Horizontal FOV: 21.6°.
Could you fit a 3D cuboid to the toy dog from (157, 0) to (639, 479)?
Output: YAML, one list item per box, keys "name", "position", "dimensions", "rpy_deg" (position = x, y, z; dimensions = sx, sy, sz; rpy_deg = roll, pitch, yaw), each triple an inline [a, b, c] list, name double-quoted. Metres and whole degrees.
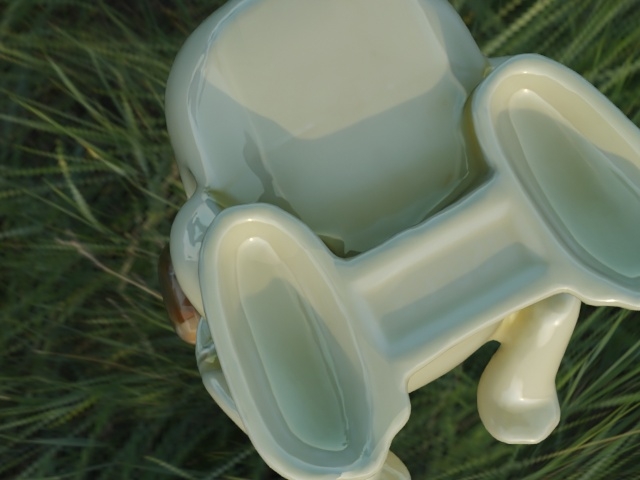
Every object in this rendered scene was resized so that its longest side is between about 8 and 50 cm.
- name: "toy dog"
  position: [0.000, 0.000, 1.127]
  dimensions: [0.284, 0.408, 0.395]
  rpy_deg: [-38, 83, -12]
